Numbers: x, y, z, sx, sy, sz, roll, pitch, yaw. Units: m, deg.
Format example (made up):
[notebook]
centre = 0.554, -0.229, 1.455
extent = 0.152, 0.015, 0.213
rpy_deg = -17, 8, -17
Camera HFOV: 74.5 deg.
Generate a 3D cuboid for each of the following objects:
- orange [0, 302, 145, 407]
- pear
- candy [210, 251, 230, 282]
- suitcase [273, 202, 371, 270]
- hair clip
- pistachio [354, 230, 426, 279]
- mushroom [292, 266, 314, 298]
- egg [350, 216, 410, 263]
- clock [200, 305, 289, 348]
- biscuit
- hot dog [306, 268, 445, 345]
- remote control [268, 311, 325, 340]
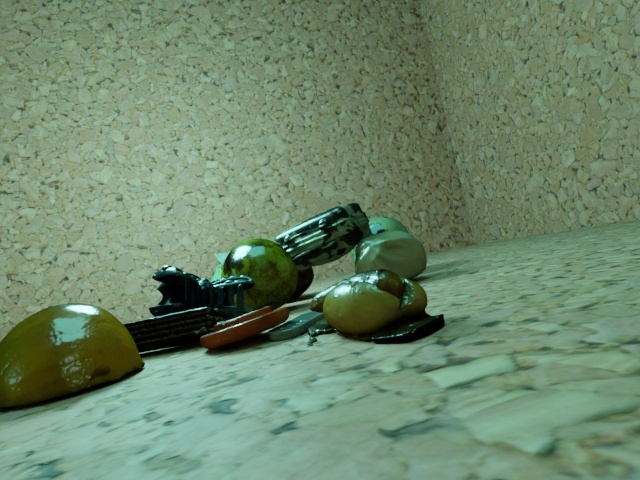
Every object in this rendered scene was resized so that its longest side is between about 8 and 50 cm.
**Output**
[orange]
centre = -0.515, 0.251, 0.854
extent = 0.274, 0.274, 0.310
rpy_deg = -10, 27, -40
[pear]
centre = -0.216, 0.120, 1.473
extent = 0.284, 0.283, 0.283
rpy_deg = -12, -3, -1
[candy]
centre = -0.437, 0.205, 2.029
extent = 0.263, 0.172, 0.398
rpy_deg = -4, -39, -44
[suitcase]
centre = 0.000, 0.000, 1.618
extent = 0.352, 0.193, 0.339
rpy_deg = -24, 0, 24
[hair clip]
centre = -0.354, 0.168, 1.241
extent = 0.310, 0.194, 0.206
rpy_deg = 15, -27, -38
[pistachio]
centre = 0.266, 0.072, 1.540
extent = 0.332, 0.208, 0.226
rpy_deg = -3, -52, -36
[mushroom]
centre = -0.194, 0.180, 1.848
extent = 0.345, 0.239, 0.345
rpy_deg = 11, 3, -1
[egg]
centre = 0.282, 0.034, 1.945
extent = 0.288, 0.287, 0.379
rpy_deg = -12, -3, 5
[clock]
centre = -0.168, 0.189, 0.942
extent = 0.205, 0.051, 0.205
rpy_deg = -18, -6, -2
[biscuit]
centre = -0.432, 0.242, 1.069
extent = 0.389, 0.073, 0.107
rpy_deg = -12, -18, 9
[hot dog]
centre = 0.068, 0.114, 0.771
extent = 0.194, 0.107, 0.326
rpy_deg = -10, -4, -44
[remote control]
centre = -0.043, 0.190, 0.966
extent = 0.077, 0.022, 0.245
rpy_deg = -11, -2, 21
